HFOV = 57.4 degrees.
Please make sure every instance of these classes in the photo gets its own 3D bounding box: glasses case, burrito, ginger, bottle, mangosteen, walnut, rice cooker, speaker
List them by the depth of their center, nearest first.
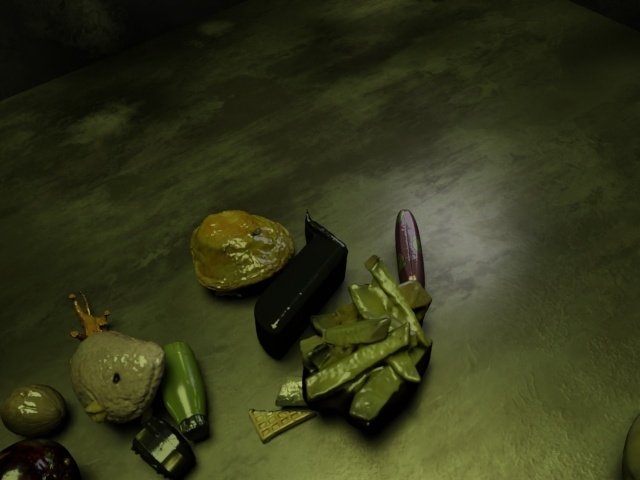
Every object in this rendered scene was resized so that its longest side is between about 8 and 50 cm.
[{"bbox_3d":[-0.701,0.589,1.368,0.289,0.231,0.231,-22,39,34],"label":"mangosteen"},{"bbox_3d":[-0.382,0.505,1.424,0.165,0.112,0.106,21,62,28],"label":"rice cooker"},{"bbox_3d":[0.093,0.229,1.449,0.358,0.211,0.413,7,41,23],"label":"ginger"},{"bbox_3d":[0.001,0.384,1.486,0.226,0.060,0.087,-1,53,12],"label":"burrito"},{"bbox_3d":[-0.355,0.392,1.518,0.112,0.112,0.260,-23,48,-9],"label":"bottle"},{"bbox_3d":[-0.754,0.447,1.540,0.162,0.140,0.140,-10,46,23],"label":"walnut"},{"bbox_3d":[-0.074,0.118,1.644,0.184,0.180,0.388,30,59,18],"label":"speaker"},{"bbox_3d":[0.258,0.044,1.694,0.076,0.123,0.316,-6,48,8],"label":"glasses case"}]

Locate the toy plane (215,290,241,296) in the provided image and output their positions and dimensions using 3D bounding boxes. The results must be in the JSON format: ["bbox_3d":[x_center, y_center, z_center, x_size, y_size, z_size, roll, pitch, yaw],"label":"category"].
[{"bbox_3d":[-0.268,0.142,1.774,0.111,0.040,0.102,-15,29,-4],"label":"toy plane"}]

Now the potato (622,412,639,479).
[{"bbox_3d":[0.746,0.444,1.170,0.243,0.221,0.326,13,62,35],"label":"potato"}]

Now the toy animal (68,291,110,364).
[{"bbox_3d":[-0.689,0.246,1.745,0.114,0.116,0.255,-2,38,-22],"label":"toy animal"}]

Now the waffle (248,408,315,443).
[{"bbox_3d":[-0.099,0.439,1.483,0.153,0.023,0.097,-26,50,-9],"label":"waffle"}]

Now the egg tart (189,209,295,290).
[{"bbox_3d":[-0.249,0.008,1.800,0.340,0.153,0.351,-13,37,-3],"label":"egg tart"}]

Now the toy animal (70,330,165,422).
[{"bbox_3d":[-0.545,0.355,1.523,0.358,0.188,0.226,4,85,45],"label":"toy animal"}]
